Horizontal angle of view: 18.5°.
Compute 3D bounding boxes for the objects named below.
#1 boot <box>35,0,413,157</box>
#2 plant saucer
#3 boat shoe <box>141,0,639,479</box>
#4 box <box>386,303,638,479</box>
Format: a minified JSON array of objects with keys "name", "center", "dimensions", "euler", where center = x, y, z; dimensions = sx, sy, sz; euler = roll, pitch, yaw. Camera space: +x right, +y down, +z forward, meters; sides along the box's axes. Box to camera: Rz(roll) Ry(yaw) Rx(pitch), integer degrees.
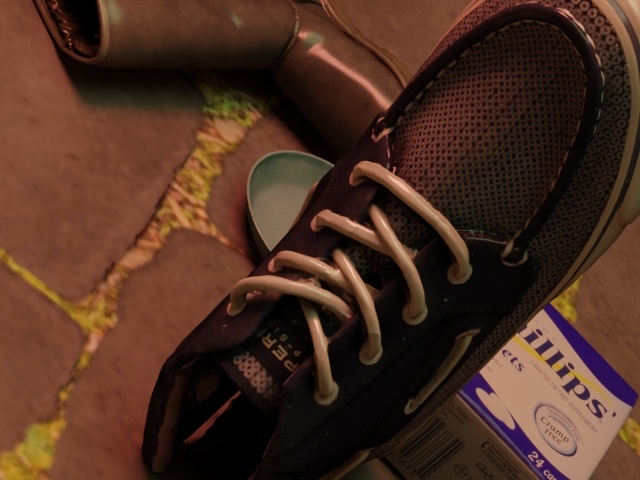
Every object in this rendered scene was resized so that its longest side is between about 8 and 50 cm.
[{"name":"boot","center":[-0.054,-0.114,1.172],"dimensions":[0.208,0.076,0.190],"euler":[5,37,-52]},{"name":"plant saucer","center":[0.000,0.000,1.157],"dimensions":[0.119,0.021,0.119],"euler":[28,38,-25]},{"name":"boat shoe","center":[0.034,0.016,0.915],"dimensions":[0.127,0.340,0.158],"euler":[44,43,17]},{"name":"box","center":[0.099,0.092,1.122],"dimensions":[0.126,0.072,0.137],"euler":[46,34,0]}]
